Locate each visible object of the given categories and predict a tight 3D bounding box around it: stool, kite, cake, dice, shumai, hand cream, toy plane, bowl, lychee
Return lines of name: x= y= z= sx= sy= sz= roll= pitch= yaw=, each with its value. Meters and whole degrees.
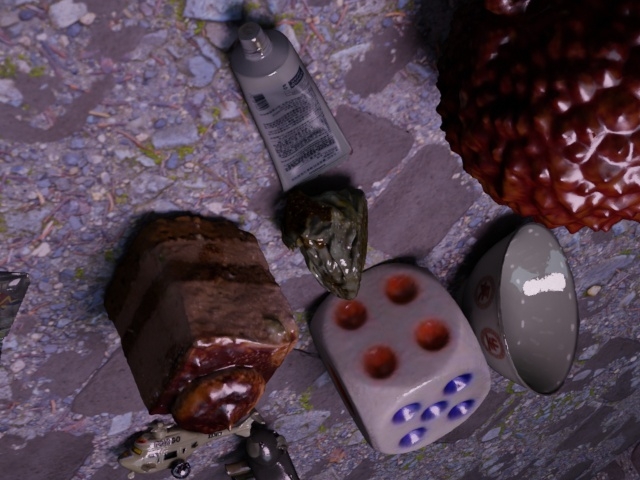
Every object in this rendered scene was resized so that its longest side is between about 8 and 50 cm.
stool: x=-0.123 y=0.479 z=1.751 sx=0.139 sy=0.153 sz=0.228 roll=-23 pitch=111 yaw=-7
kite: x=-0.499 y=0.136 z=1.205 sx=0.141 sy=0.015 sz=0.245 roll=-4 pitch=130 yaw=-30
cake: x=-0.168 y=0.131 z=1.209 sx=0.196 sy=0.293 sz=0.198 roll=8 pitch=131 yaw=-41
dice: x=0.147 y=0.217 z=1.548 sx=0.251 sy=0.259 sz=0.243 roll=-26 pitch=143 yaw=-9
shumai: x=0.000 y=0.006 z=1.308 sx=0.142 sy=0.184 sz=0.184 roll=6 pitch=139 yaw=8
hand cream: x=-0.044 y=-0.180 z=1.152 sx=0.124 sy=0.077 sz=0.340 roll=-32 pitch=150 yaw=-1
toy plane: x=-0.249 y=0.385 z=1.606 sx=0.287 sy=0.092 sz=0.108 roll=-6 pitch=110 yaw=-28
bowl: x=0.372 y=0.136 z=1.657 sx=0.158 sy=0.337 sz=0.337 roll=-7 pitch=161 yaw=40
lychee: x=0.346 y=-0.222 z=1.088 sx=0.500 sy=0.424 sz=0.424 roll=20 pitch=119 yaw=-39
